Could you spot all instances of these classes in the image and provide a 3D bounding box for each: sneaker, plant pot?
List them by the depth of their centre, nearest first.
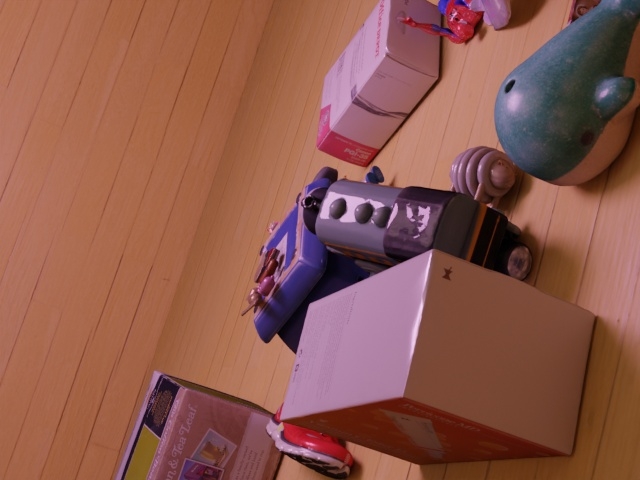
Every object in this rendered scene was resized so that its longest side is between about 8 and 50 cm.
[{"bbox_3d":[0.024,0.059,1.638,0.236,0.212,0.236,-52,24,40],"label":"plant pot"},{"bbox_3d":[-0.013,0.296,1.662,0.118,0.107,0.279,-60,20,-4],"label":"sneaker"}]

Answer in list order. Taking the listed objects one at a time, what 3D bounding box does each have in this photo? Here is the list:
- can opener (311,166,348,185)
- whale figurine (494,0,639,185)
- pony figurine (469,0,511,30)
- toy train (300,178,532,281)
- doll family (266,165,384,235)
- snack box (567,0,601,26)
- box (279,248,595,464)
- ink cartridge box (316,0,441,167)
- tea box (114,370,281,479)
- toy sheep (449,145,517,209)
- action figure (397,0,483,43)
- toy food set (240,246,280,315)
[{"bbox_3d":[0.000,0.000,1.988,0.074,0.093,0.280,-25,51,64],"label":"can opener"},{"bbox_3d":[0.306,-0.203,1.233,0.272,0.141,0.216,-65,18,15],"label":"whale figurine"},{"bbox_3d":[0.215,-0.456,1.521,0.351,0.363,0.303,-124,30,-74],"label":"pony figurine"},{"bbox_3d":[0.119,-0.010,1.382,0.334,0.190,0.142,15,81,49],"label":"toy train"},{"bbox_3d":[0.019,-0.022,1.823,0.163,0.118,0.263,-31,-2,39],"label":"doll family"},{"bbox_3d":[0.370,-0.349,1.338,0.022,0.064,0.178,103,-177,-74],"label":"snack box"},{"bbox_3d":[0.125,0.155,1.232,0.345,0.215,0.168,-31,42,63],"label":"box"},{"bbox_3d":[0.109,-0.308,1.961,0.283,0.117,0.207,-49,26,47],"label":"ink cartridge box"},{"bbox_3d":[-0.247,0.447,1.965,0.329,0.220,0.323,-71,17,-6],"label":"tea box"},{"bbox_3d":[0.222,-0.089,1.440,0.132,0.091,0.091,10,78,54],"label":"toy sheep"},{"bbox_3d":[0.203,-0.430,1.815,0.091,0.139,0.280,-60,22,28],"label":"action figure"},{"bbox_3d":[-0.084,0.060,1.576,0.078,0.019,0.122,-41,24,54],"label":"toy food set"}]
